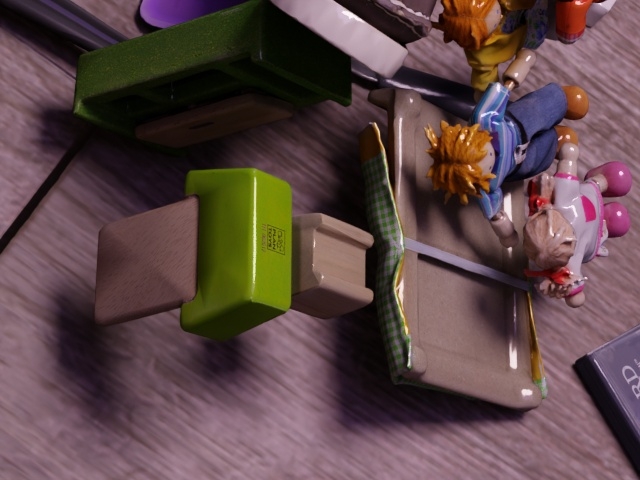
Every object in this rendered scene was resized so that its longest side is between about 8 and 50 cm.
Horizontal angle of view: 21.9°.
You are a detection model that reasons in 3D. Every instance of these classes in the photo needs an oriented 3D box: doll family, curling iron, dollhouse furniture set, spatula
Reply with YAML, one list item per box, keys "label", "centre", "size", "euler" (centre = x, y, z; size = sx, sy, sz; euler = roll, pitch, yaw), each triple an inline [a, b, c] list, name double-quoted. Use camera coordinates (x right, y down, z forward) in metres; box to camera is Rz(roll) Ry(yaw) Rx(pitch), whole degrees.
- label: "doll family"
  centre: [0.124, -0.091, 1.049]
  size: [0.163, 0.118, 0.262]
  euler: [-22, 116, -59]
- label: "curling iron"
  centre: [-0.234, -0.169, 1.052]
  size: [0.274, 0.035, 0.068]
  euler: [25, 64, -10]
- label: "dollhouse furniture set"
  centre: [0.000, 0.000, 1.057]
  size: [0.302, 0.151, 0.197]
  euler: [21, 63, -47]
- label: "spatula"
  centre: [0.023, -0.130, 1.147]
  size: [0.297, 0.030, 0.084]
  euler: [22, 52, -13]

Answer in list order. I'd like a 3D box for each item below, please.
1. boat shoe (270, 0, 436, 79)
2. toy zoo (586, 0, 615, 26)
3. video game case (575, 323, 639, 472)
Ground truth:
- label: "boat shoe"
  centre: [0.021, -0.187, 1.025]
  size: [0.117, 0.324, 0.096]
  euler: [31, 103, -12]
- label: "toy zoo"
  centre: [0.155, -0.288, 1.276]
  size: [0.293, 0.030, 0.192]
  euler: [27, 59, -10]
- label: "video game case"
  centre: [0.331, 0.114, 1.173]
  size: [0.274, 0.026, 0.196]
  euler: [-24, 79, -29]
